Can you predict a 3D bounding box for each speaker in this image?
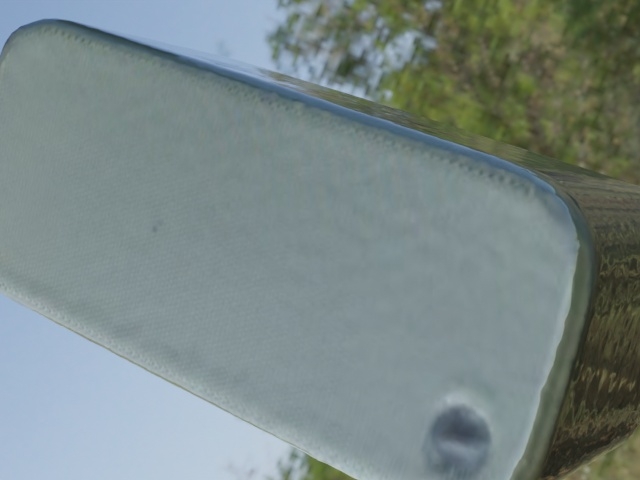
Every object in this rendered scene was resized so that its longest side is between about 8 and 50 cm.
[{"bbox_3d":[0.000,0.000,0.816,0.184,0.406,0.183,-5,-68,-55],"label":"speaker"}]
